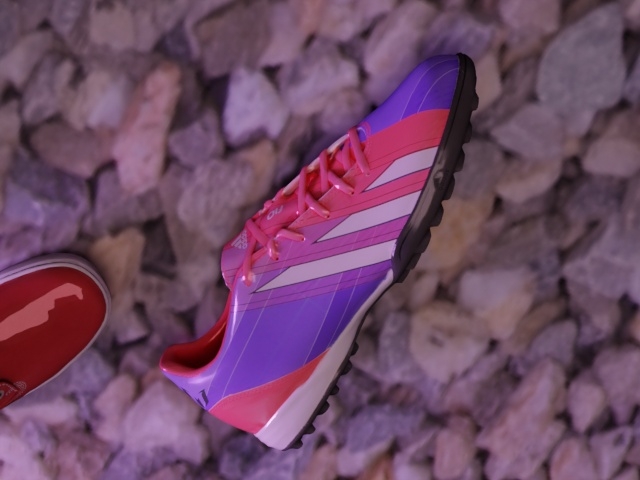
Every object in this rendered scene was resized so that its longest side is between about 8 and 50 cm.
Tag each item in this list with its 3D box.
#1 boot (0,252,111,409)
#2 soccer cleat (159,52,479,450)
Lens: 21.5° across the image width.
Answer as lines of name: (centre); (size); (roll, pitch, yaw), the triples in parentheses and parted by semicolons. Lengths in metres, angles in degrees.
boot: (-0.251, 0.115, 1.158); (0.244, 0.176, 0.088); (-34, 109, 13)
soccer cleat: (0.000, 0.000, 1.146); (0.116, 0.109, 0.318); (26, 115, -7)
